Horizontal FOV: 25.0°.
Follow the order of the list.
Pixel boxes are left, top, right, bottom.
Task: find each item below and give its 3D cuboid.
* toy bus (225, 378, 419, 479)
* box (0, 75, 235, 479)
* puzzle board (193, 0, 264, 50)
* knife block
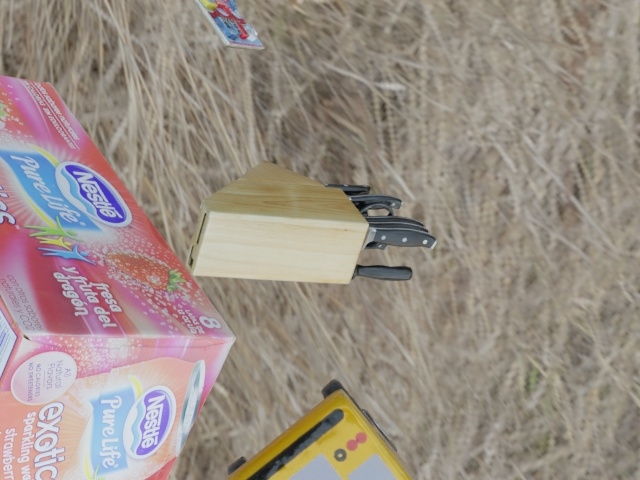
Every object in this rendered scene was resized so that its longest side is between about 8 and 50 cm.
[{"bbox_3d":[0.020,0.198,1.113,0.108,0.332,0.130,-39,74,-3],"label":"toy bus"},{"bbox_3d":[-0.201,0.028,0.906,0.142,0.300,0.154,5,121,-39],"label":"box"},{"bbox_3d":[-0.090,-0.208,1.256,0.011,0.128,0.096,-35,88,12],"label":"puzzle board"},{"bbox_3d":[0.000,0.000,1.746,0.242,0.276,0.088,23,115,14],"label":"knife block"}]
